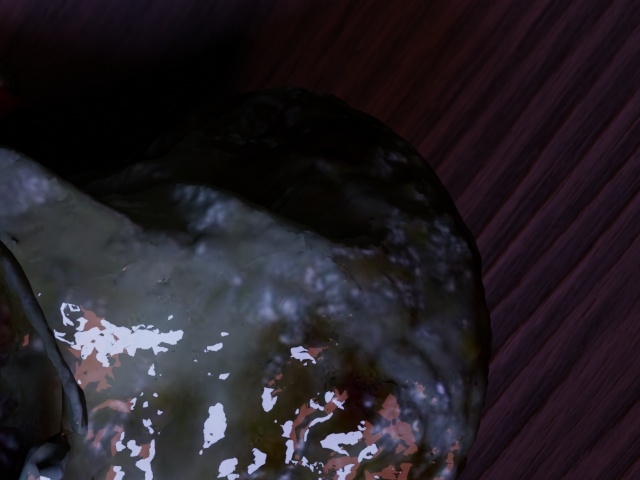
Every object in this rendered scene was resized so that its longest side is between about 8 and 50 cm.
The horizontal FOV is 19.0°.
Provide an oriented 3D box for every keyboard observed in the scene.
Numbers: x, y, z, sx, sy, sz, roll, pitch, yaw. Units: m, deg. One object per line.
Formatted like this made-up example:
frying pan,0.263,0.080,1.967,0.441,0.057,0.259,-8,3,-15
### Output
keyboard,-0.195,-0.005,1.371,0.204,0.013,0.061,-50,139,15

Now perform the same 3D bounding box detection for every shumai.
shumai,-0.135,0.056,1.209,0.348,0.395,0.395,16,117,-38

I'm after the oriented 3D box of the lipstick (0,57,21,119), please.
lipstick,-0.300,-0.042,1.206,0.241,0.080,0.080,-40,141,4
